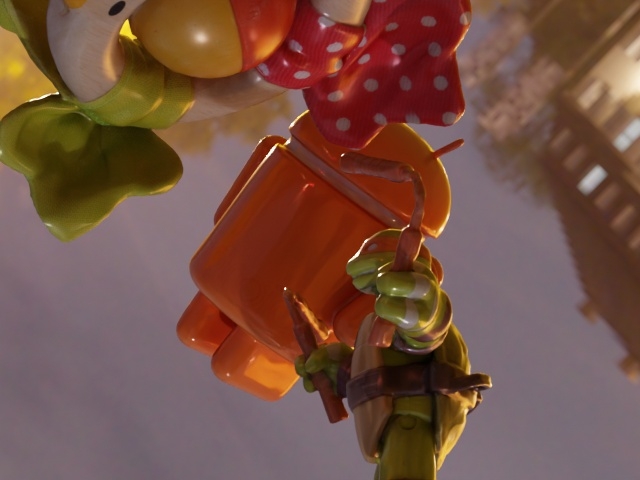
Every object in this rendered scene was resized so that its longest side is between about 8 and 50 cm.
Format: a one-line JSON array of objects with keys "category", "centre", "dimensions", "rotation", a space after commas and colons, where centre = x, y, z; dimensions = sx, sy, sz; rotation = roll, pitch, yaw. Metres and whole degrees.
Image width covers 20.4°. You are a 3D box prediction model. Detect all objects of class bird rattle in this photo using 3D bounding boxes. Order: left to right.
[{"category": "bird rattle", "centre": [-0.043, -0.100, 0.891], "dimensions": [0.207, 0.254, 0.143], "rotation": [91, 169, -66]}]

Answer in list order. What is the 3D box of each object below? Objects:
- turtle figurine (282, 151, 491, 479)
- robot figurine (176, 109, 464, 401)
[{"category": "turtle figurine", "centre": [0.036, 0.087, 0.868], "dimensions": [0.087, 0.217, 0.269], "rotation": [3, 163, -11]}, {"category": "robot figurine", "centre": [0.002, 0.001, 1.178], "dimensions": [0.128, 0.219, 0.158], "rotation": [35, -176, -12]}]
